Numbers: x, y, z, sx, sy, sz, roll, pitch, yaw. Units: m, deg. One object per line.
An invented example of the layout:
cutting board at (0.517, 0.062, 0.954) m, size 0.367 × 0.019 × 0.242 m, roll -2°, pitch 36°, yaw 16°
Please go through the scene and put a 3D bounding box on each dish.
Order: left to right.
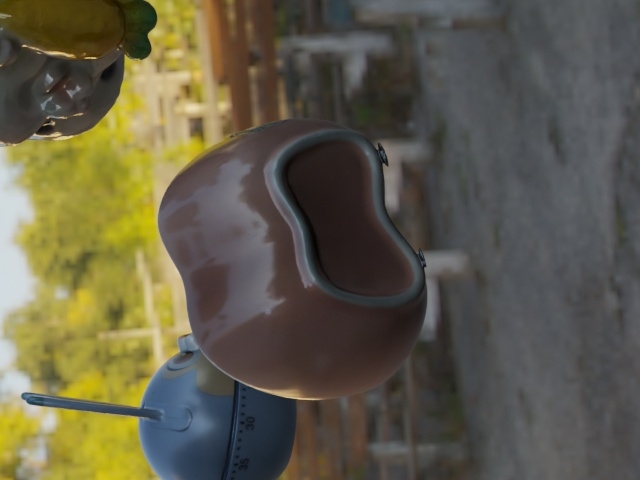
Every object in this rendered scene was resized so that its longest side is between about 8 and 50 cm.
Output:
dish at (0.000, 0.000, 1.234) m, size 0.090 × 0.213 × 0.213 m, roll -38°, pitch 50°, yaw 49°

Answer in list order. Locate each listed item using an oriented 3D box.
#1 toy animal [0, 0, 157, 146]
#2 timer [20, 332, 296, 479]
toy animal at (-0.260, -0.178, 1.357) m, size 0.310 × 0.247 × 0.183 m, roll 46°, pitch -112°, yaw -42°
timer at (-0.141, 0.152, 1.731) m, size 0.175 × 0.255 × 0.175 m, roll -57°, pitch 7°, yaw 12°
